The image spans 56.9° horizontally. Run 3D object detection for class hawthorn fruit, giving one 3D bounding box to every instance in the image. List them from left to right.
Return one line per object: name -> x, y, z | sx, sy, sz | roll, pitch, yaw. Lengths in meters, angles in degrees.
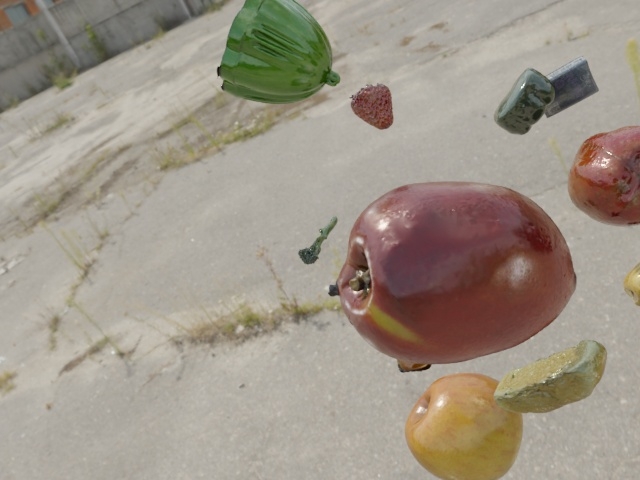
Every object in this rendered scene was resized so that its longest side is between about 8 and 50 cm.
hawthorn fruit -> 0.731, -0.155, 1.391 | 0.254, 0.254, 0.300 | -22, -4, 9

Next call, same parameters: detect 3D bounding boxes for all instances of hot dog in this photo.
hot dog -> 0.404, 0.249, 1.027 | 0.084, 0.073, 0.242 | -38, -6, -38

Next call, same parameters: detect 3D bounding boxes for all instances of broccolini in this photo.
broccolini -> 0.002, 0.001, 1.762 | 0.067, 0.058, 0.216 | -2, 29, 29

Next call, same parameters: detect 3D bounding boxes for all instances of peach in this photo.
peach -> 0.202, 0.052, 0.793 | 0.361, 0.258, 0.201 | 6, 8, -5

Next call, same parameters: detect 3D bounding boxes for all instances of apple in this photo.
apple -> 0.380, 0.503, 1.597 | 0.275, 0.299, 0.299 | 18, 32, -4

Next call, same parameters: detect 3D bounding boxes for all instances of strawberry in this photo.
strawberry -> 0.091, -0.221, 0.993 | 0.073, 0.083, 0.073 | -19, -10, -3

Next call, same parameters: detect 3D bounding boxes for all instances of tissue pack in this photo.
tissue pack -> 0.689, -0.429, 1.664 | 0.156, 0.112, 0.051 | -27, 33, 21

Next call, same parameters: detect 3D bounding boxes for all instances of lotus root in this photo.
lotus root -> -0.046, -0.283, 0.930 | 0.186, 0.186, 0.186 | -21, 27, 11

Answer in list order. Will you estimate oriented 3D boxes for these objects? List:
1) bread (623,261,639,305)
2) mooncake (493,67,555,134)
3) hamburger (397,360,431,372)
bread -> 0.946, 0.046, 1.589 | 0.305, 0.142, 0.091 | -44, 54, 7
mooncake -> 0.546, -0.371, 1.589 | 0.169, 0.104, 0.175 | -68, 8, -20
hamburger -> 0.308, 0.352, 1.955 | 0.137, 0.166, 0.087 | -9, 0, 12
